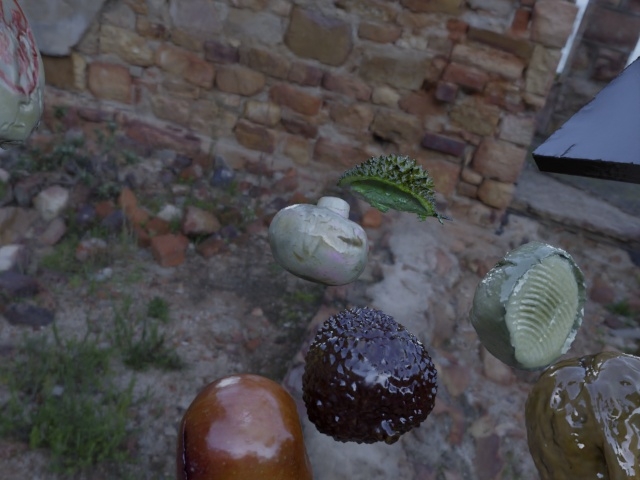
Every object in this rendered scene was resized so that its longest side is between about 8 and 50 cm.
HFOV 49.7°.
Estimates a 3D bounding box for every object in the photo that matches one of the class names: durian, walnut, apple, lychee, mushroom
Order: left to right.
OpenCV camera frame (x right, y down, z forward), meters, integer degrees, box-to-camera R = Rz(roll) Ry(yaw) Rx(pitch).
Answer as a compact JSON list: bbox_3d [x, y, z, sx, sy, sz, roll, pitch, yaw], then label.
[{"bbox_3d":[-0.120,0.351,1.144,0.206,0.272,0.252,-7,25,5],"label":"apple"},{"bbox_3d":[0.000,0.000,0.545,0.083,0.068,0.083,14,-20,5],"label":"mushroom"},{"bbox_3d":[0.078,0.234,1.203,0.235,0.236,0.271,4,32,-22],"label":"lychee"},{"bbox_3d":[0.135,-0.092,1.198,0.215,0.100,0.086,19,44,9],"label":"durian"},{"bbox_3d":[0.417,0.291,0.997,0.224,0.257,0.257,-15,17,19],"label":"walnut"}]

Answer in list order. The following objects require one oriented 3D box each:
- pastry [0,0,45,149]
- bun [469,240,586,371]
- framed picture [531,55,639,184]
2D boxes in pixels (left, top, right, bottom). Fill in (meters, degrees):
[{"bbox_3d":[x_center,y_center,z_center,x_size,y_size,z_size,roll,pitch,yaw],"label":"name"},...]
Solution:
[{"bbox_3d":[-0.467,-0.242,0.921,0.133,0.265,0.265,-9,26,1],"label":"pastry"},{"bbox_3d":[0.400,0.123,1.368,0.259,0.260,0.152,-3,10,-34],"label":"bun"},{"bbox_3d":[0.284,-0.113,0.592,0.168,0.023,0.128,-41,24,-13],"label":"framed picture"}]
